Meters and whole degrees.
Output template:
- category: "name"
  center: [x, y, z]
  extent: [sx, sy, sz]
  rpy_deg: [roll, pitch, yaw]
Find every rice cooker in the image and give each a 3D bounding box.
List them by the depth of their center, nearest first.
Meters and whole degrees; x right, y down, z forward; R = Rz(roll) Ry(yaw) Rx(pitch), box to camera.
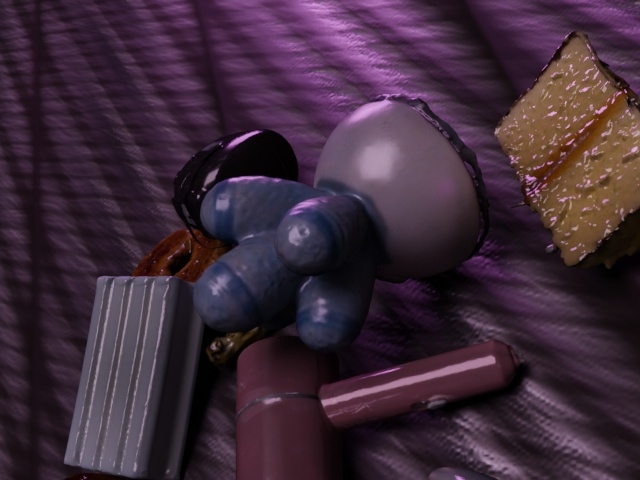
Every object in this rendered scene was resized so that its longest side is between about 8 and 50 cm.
- category: "rice cooker"
  center: [-0.126, -0.080, 1.495]
  extent: [0.203, 0.142, 0.118]
  rpy_deg: [-37, 28, -30]

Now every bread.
- category: "bread"
  center: [0.314, -0.104, 1.151]
  extent: [0.266, 0.142, 0.178]
  rpy_deg: [-112, 35, -42]
- category: "bread"
  center: [-0.207, 0.058, 1.534]
  extent: [0.193, 0.064, 0.193]
  rpy_deg: [-23, 41, 22]

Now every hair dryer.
- category: "hair dryer"
  center: [0.064, 0.194, 1.155]
  extent: [0.353, 0.125, 0.210]
  rpy_deg: [-19, 48, 21]

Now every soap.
- category: "soap"
  center: [-0.247, 0.183, 1.394]
  extent: [0.160, 0.088, 0.265]
  rpy_deg: [-2, 75, 39]

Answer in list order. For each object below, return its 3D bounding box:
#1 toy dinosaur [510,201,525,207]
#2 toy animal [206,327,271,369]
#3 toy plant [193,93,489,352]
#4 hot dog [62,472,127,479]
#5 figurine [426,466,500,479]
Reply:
- category: "toy dinosaur"
  center: [0.281, -0.057, 1.217]
  extent: [0.113, 0.026, 0.041]
  rpy_deg: [-32, 35, 5]
- category: "toy animal"
  center: [-0.105, 0.075, 1.425]
  extent: [0.136, 0.073, 0.181]
  rpy_deg: [-38, 44, 22]
- category: "toy plant"
  center: [0.000, 0.000, 1.175]
  extent: [0.332, 0.247, 0.247]
  rpy_deg: [-32, 34, -26]
- category: "hot dog"
  center: [-0.271, 0.382, 1.301]
  extent: [0.227, 0.099, 0.160]
  rpy_deg: [19, 73, 46]
- category: "figurine"
  center: [0.096, 0.394, 0.904]
  extent: [0.225, 0.205, 0.381]
  rpy_deg: [30, 90, 51]
